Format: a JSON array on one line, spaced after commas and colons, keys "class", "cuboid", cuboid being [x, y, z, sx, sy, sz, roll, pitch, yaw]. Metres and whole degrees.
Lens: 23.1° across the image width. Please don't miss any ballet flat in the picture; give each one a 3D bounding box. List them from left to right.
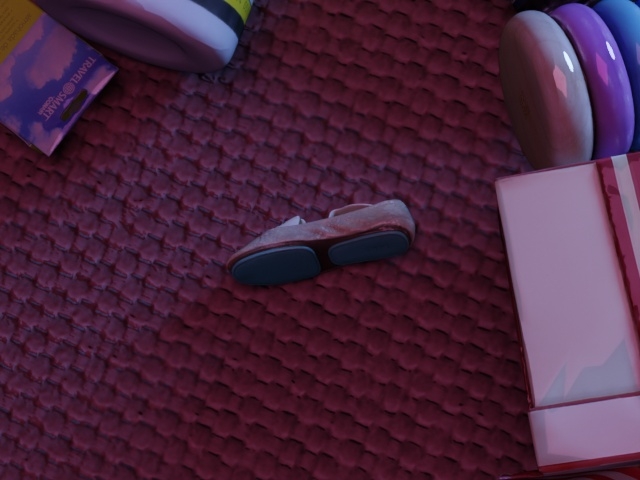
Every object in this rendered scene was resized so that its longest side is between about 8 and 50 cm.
[{"class": "ballet flat", "cuboid": [0.000, 0.000, 1.375, 0.168, 0.057, 0.052, -10, 49, 3]}]

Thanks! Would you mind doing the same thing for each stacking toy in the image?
[{"class": "stacking toy", "cuboid": [0.317, -0.150, 1.246, 0.330, 0.141, 0.141, -15, 76, -7]}]

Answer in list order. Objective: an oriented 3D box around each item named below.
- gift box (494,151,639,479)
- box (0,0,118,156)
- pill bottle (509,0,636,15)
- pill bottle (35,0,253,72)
[{"class": "gift box", "cuboid": [0.252, 0.077, 1.202, 0.255, 0.276, 0.258, -11, 78, 12]}, {"class": "box", "cuboid": [-0.280, -0.163, 1.450, 0.178, 0.042, 0.109, 37, 87, 14]}, {"class": "pill bottle", "cuboid": [0.199, -0.260, 1.344, 0.123, 0.123, 0.219, -34, 88, 1]}, {"class": "pill bottle", "cuboid": [-0.113, -0.332, 1.385, 0.188, 0.188, 0.333, 18, 82, 12]}]
